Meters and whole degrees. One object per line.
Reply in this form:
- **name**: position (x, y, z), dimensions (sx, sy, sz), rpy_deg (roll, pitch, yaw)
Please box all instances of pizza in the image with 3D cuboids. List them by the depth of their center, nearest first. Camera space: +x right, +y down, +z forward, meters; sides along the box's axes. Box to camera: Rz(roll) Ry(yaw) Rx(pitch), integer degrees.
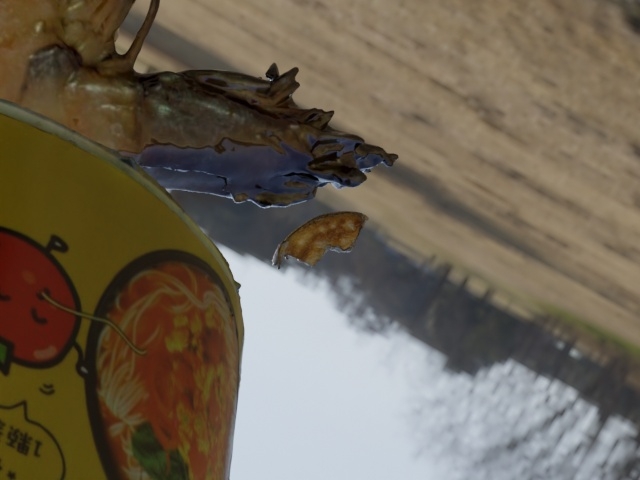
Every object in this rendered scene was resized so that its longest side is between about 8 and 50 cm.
- **pizza**: position (0.000, 0.000, 1.237), dimensions (0.037, 0.083, 0.016), rpy_deg (63, 175, 15)

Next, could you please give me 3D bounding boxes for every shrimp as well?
- **shrimp**: position (-0.077, -0.112, 0.911), dimensions (0.289, 0.178, 0.075), rpy_deg (6, 179, -27)

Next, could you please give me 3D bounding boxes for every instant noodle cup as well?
- **instant noodle cup**: position (-0.172, 0.109, 0.588), dimensions (0.325, 0.254, 0.326), rpy_deg (10, 146, 7)
